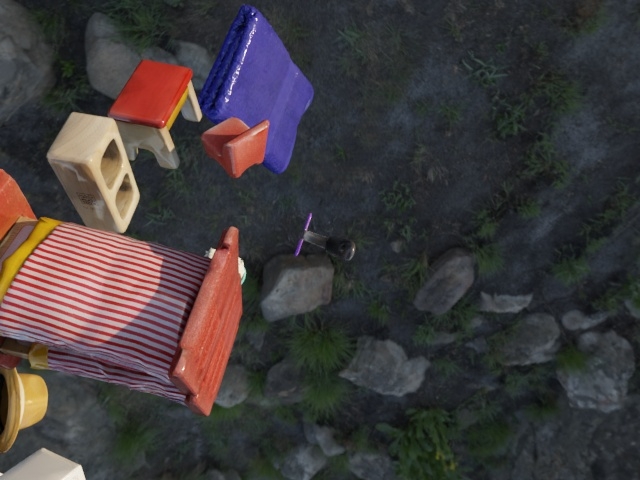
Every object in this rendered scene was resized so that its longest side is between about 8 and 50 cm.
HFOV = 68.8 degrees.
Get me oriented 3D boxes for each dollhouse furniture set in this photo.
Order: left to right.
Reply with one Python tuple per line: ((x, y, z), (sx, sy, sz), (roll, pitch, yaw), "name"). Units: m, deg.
((-0.154, -0.049, 0.450), (0.201, 0.375, 0.152), (12, 147, 0), "dollhouse furniture set")

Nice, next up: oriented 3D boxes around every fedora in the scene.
((-0.602, 0.321, 0.934), (0.079, 0.194, 0.194), (6, 130, -47), "fedora")

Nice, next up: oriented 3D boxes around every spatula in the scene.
((0.000, 0.000, 0.745), (0.030, 0.296, 0.084), (20, 89, -19), "spatula")

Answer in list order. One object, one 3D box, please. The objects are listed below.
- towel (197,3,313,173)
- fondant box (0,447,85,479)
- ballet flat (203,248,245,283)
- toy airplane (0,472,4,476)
((-0.124, -0.292, 0.963), (0.076, 0.308, 0.228), (17, 84, 21), "towel")
((-0.384, 0.475, 0.569), (0.096, 0.238, 0.331), (4, 108, 28), "fondant box")
((-0.375, 0.152, 1.250), (0.408, 0.147, 0.147), (-39, 117, 19), "ballet flat")
((-0.742, 0.534, 0.828), (0.385, 0.385, 0.272), (-13, 151, -40), "toy airplane")
